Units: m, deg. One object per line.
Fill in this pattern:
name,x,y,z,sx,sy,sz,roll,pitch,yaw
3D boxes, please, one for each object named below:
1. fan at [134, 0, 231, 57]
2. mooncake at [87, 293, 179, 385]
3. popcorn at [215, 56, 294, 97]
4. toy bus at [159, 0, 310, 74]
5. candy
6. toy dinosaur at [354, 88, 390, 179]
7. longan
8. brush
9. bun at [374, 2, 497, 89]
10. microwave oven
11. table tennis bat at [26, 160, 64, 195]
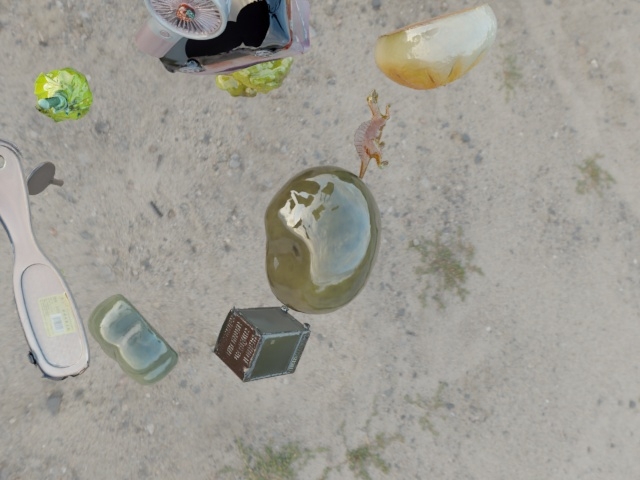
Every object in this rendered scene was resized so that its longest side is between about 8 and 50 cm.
fan,-0.242,-0.370,0.865,0.130,0.244,0.074,21,69,-33
mooncake,-0.497,0.266,1.377,0.135,0.275,0.275,-44,99,-24
popcorn,-0.159,-0.431,1.227,0.197,0.155,0.198,4,84,-41
toy bus,-0.168,-0.399,1.009,0.147,0.302,0.128,-14,100,-60
candy,-0.257,-0.138,0.507,0.058,0.194,0.062,35,94,-26
toy dinosaur,0.117,-0.230,1.230,0.142,0.057,0.212,38,73,-50
longan,0.000,0.000,1.207,0.288,0.288,0.351,2,106,-20
brush,-0.365,0.027,0.669,0.071,0.067,0.313,-16,101,-11
bun,0.286,-0.460,1.283,0.298,0.299,0.165,-25,113,-21
microwave oven,-0.187,0.315,1.662,0.247,0.188,0.178,7,113,-49
table tennis bat,-0.731,-0.144,1.468,0.119,0.170,0.108,33,91,0
